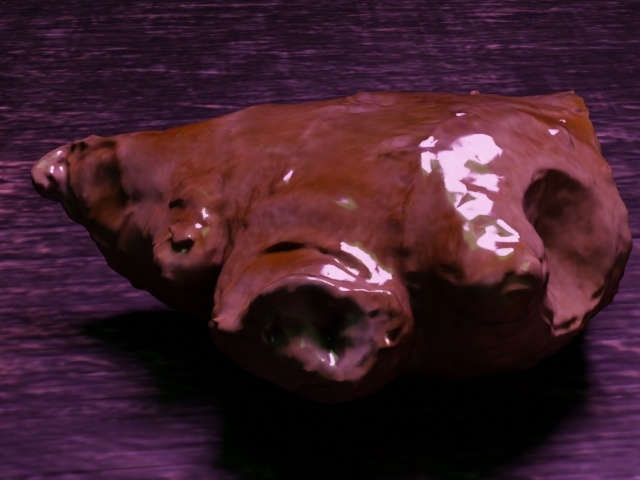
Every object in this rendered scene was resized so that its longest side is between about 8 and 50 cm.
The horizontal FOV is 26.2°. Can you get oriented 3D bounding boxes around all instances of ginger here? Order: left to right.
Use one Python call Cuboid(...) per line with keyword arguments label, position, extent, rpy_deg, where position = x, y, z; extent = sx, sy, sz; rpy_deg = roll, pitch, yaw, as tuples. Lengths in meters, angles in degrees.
Cuboid(label="ginger", position=(0.000, 0.000, 0.612), extent=(0.270, 0.123, 0.219), rpy_deg=(-6, 21, 14))
